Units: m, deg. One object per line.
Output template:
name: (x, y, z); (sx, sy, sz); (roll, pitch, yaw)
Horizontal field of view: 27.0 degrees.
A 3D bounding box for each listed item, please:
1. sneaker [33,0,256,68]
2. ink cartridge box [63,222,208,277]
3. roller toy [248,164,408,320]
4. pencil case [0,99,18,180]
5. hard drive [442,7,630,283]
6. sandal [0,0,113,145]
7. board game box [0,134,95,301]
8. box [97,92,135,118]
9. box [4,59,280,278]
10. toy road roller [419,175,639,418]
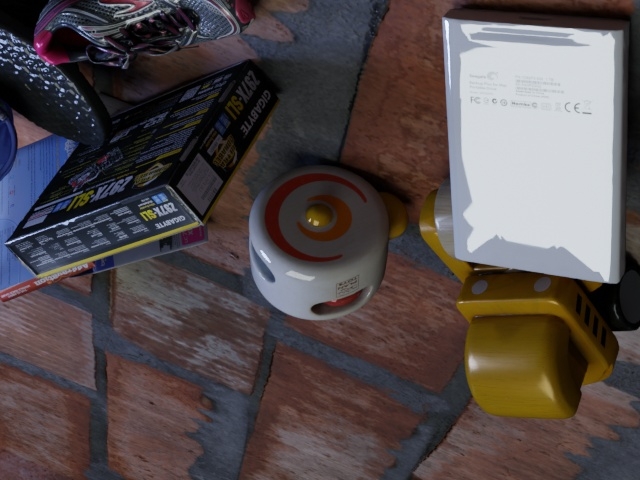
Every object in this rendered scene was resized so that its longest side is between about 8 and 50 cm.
sneaker: (-0.214, -0.264, 1.631); (0.299, 0.112, 0.121); (-1, 141, 30)
ink cartridge box: (-0.336, 0.001, 2.003); (0.186, 0.311, 0.065); (2, 103, 34)
roller toy: (0.000, 0.000, 1.824); (0.209, 0.191, 0.146); (19, 149, 10)
pencil case: (-0.491, -0.157, 1.877); (0.133, 0.119, 0.306); (68, 172, -17)
hard drive: (0.244, -0.105, 1.506); (0.203, 0.040, 0.307); (9, 123, 25)
sandal: (-0.441, -0.298, 1.781); (0.446, 0.107, 0.167); (38, 152, 2)
board game box: (-0.397, -0.045, 1.918); (0.145, 0.281, 0.027); (-22, 136, 11)
box: (-0.266, -0.128, 1.969); (0.145, 0.038, 0.186); (21, 149, 5)
box: (-0.233, -0.091, 1.739); (0.322, 0.257, 0.079); (-17, 125, 38)
toy road roller: (0.263, 0.081, 1.713); (0.202, 0.240, 0.329); (-5, 140, 40)
